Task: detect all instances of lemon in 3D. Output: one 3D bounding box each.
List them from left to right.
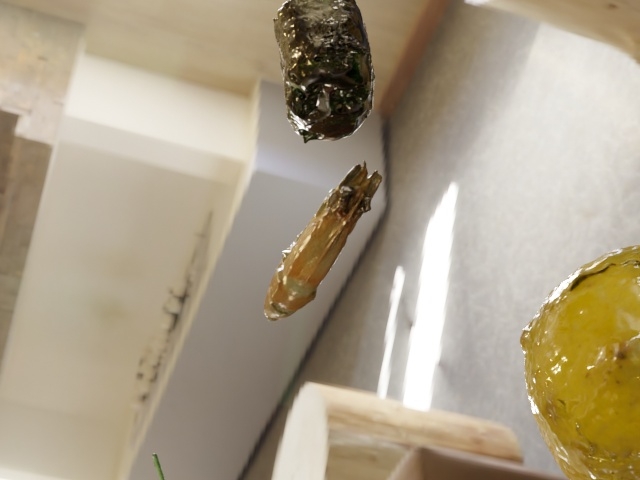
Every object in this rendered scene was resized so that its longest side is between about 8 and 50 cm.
[{"bbox_3d":[0.441,0.183,1.455,0.349,0.387,0.350,-13,65,28],"label":"lemon"}]

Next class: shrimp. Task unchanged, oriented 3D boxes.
[{"bbox_3d":[0.000,0.000,0.998,0.180,0.041,0.099,-55,10,31],"label":"shrimp"}]

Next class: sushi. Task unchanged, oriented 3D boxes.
[{"bbox_3d":[0.010,-0.218,1.466,0.225,0.124,0.127,86,175,-68],"label":"sushi"}]

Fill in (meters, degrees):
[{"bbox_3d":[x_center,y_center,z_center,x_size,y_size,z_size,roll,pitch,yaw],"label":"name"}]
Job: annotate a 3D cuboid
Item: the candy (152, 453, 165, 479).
[{"bbox_3d":[-0.177,0.351,1.388,0.049,0.055,0.185,-34,68,35],"label":"candy"}]
